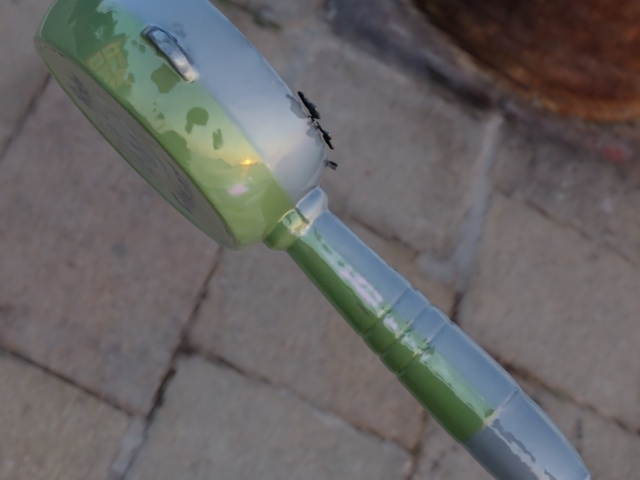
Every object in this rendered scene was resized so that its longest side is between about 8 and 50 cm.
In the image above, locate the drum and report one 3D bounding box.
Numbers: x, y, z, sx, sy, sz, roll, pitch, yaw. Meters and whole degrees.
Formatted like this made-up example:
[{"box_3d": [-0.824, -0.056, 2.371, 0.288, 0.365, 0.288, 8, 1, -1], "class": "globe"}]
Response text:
[{"box_3d": [-0.002, -0.007, 0.656, 0.253, 0.130, 0.049, 42, 80, 17], "class": "drum"}]
